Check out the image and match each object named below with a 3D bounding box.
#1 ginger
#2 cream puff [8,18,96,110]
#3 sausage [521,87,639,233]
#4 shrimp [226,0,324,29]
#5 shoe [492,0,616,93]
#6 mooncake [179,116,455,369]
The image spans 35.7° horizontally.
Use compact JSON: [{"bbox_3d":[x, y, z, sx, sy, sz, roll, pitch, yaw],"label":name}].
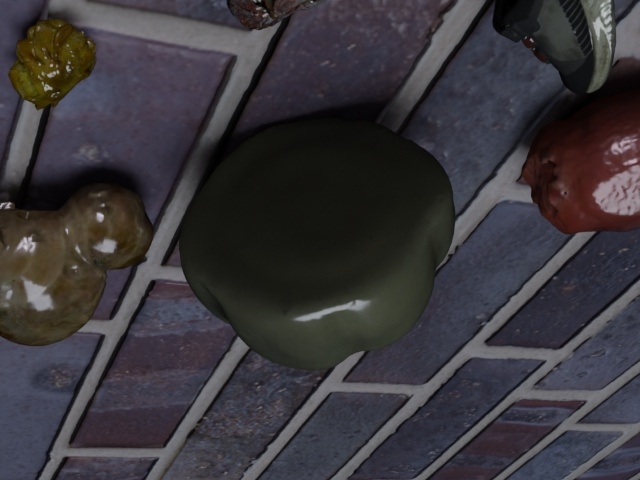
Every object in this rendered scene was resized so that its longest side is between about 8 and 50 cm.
[{"bbox_3d":[-0.330,0.016,1.020,0.304,0.155,0.245,1,137,-33],"label":"ginger"},{"bbox_3d":[-0.233,-0.152,0.872,0.083,0.058,0.083,-26,145,16],"label":"cream puff"},{"bbox_3d":[0.360,-0.092,1.071,0.279,0.152,0.152,-13,145,4],"label":"sausage"},{"bbox_3d":[0.009,-0.235,0.829,0.190,0.075,0.073,-27,112,3],"label":"shrimp"},{"bbox_3d":[0.205,-0.221,0.894,0.112,0.099,0.227,-9,142,7],"label":"shoe"},{"bbox_3d":[0.000,0.000,0.990,0.274,0.275,0.135,-16,142,6],"label":"mooncake"}]
